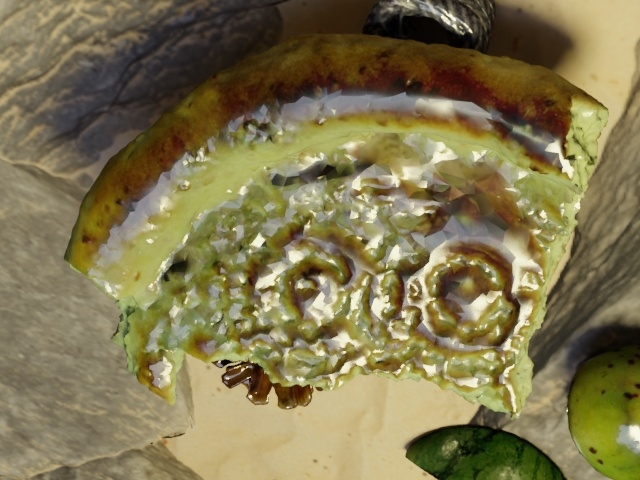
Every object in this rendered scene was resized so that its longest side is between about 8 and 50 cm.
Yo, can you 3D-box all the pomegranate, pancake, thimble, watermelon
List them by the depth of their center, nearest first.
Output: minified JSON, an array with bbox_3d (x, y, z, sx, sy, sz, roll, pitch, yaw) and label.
[{"bbox_3d":[0.001,-0.005,1.186,0.427,0.067,0.305,1,106,11],"label":"pancake"},{"bbox_3d":[0.082,-0.157,1.186,0.095,0.066,0.104,16,133,6],"label":"thimble"},{"bbox_3d":[0.271,0.146,1.340,0.130,0.130,0.130,9,129,11],"label":"pomegranate"},{"bbox_3d":[0.178,0.225,1.480,0.181,0.075,0.092,31,174,-6],"label":"watermelon"}]

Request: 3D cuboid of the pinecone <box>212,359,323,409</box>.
[{"bbox_3d":[-0.026,0.068,1.333,0.163,0.165,0.163,16,128,22],"label":"pinecone"}]
